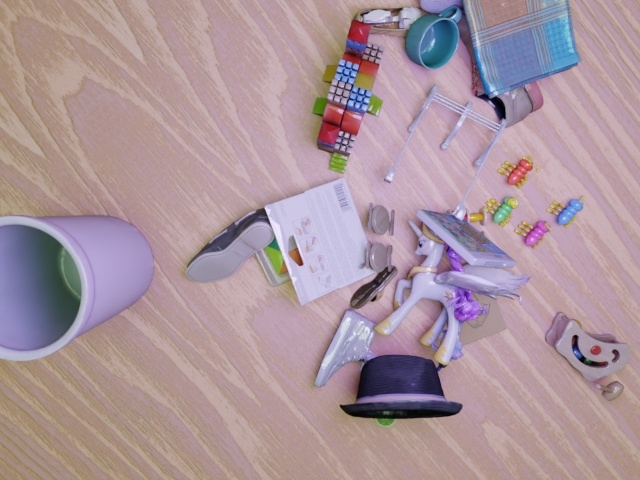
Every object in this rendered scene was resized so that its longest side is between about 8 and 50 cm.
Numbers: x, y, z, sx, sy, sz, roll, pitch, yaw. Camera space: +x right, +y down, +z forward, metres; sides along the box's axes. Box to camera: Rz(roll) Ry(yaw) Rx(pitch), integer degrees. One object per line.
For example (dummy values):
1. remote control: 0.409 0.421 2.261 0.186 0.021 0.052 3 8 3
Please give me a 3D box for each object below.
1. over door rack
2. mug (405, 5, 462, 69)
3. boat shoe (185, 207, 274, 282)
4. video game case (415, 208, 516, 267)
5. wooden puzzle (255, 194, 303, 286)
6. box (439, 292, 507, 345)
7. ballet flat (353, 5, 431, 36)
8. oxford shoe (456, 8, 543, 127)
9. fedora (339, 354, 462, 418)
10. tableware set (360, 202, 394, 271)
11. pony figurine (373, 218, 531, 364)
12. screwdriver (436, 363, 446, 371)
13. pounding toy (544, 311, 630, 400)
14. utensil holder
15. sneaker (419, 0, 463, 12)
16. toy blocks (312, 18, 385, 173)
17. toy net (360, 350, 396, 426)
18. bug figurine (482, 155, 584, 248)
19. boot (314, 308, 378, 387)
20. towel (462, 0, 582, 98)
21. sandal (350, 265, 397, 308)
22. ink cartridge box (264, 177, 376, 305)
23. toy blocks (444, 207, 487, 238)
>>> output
1. over door rack: 0.344 -0.243 1.169 0.239 0.108 0.325 28 82 3
2. mug: 0.311 -0.558 1.151 0.157 0.097 0.130 -28 133 -9
3. boat shoe: -0.260 0.018 1.225 0.335 0.096 0.112 -31 124 23
4. video game case: 0.374 -0.006 1.072 0.193 0.212 0.023 5 123 -38
5. wooden puzzle: -0.087 -0.002 1.249 0.238 0.044 0.221 -26 94 3
6. box: 0.459 0.205 1.271 0.164 0.021 0.202 -21 94 3
7. ballet flat: 0.208 -0.619 1.169 0.231 0.073 0.080 -4 96 1
8. oxford shoe: 0.470 -0.475 1.155 0.130 0.123 0.348 -38 93 7
9. fedora: 0.214 0.403 1.150 0.333 0.334 0.153 0 63 1
10. tableware set: 0.160 -0.005 1.208 0.039 0.128 0.195 -1 82 43
11. pony figurine: 0.354 0.138 1.140 0.350 0.302 0.364 23 101 26
12. screwdriver: 0.353 0.415 1.293 0.025 0.024 0.170 35 98 -32
13. pounding toy: 0.810 0.333 1.209 0.269 0.155 0.154 43 99 -3
14. utensil holder: -0.667 0.087 1.098 0.326 0.385 0.329 0 96 1
15. sneaker: 0.433 -0.752 1.118 0.364 0.137 0.211 -9 89 -6
16. toy blocks: 0.078 -0.382 1.101 0.190 0.261 0.382 18 96 -1
17. toy net: 0.200 0.452 1.287 0.121 0.045 0.233 -19 95 4
18. bug figurine: 0.622 -0.102 1.212 0.278 0.072 0.216 37 95 -3
19. boot: 0.082 0.345 1.252 0.123 0.095 0.259 25 94 5
20. towel: 0.500 -0.583 1.053 0.271 0.040 0.371 -21 104 -2
21. sandal: 0.168 0.149 1.254 0.180 0.072 0.049 -41 115 0
22. ink cartridge box: 0.000 0.000 1.191 0.260 0.066 0.297 -21 95 -20
23. toy blocks: 0.411 -0.032 1.232 0.147 0.054 0.124 -2 95 1
